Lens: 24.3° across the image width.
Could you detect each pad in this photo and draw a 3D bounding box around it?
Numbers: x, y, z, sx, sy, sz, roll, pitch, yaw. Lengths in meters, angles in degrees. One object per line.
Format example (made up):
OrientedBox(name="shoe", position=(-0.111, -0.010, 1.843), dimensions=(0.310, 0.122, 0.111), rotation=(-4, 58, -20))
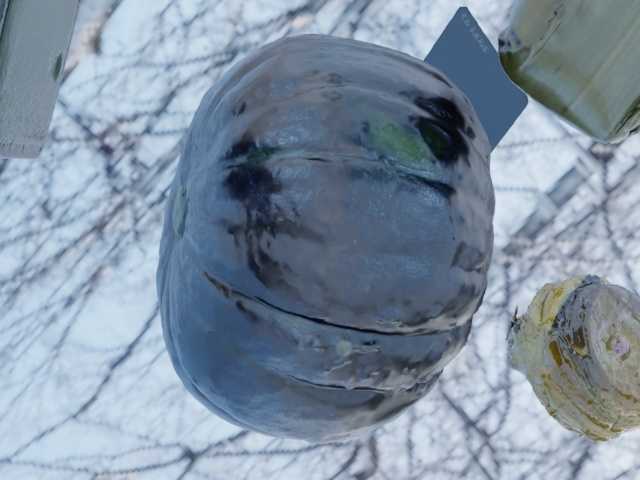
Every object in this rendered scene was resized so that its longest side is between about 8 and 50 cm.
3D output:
OrientedBox(name="pad", position=(0.177, -0.184, 1.734), dimensions=(0.003, 0.112, 0.157), rotation=(-8, -123, -37))

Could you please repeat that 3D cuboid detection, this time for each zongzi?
OrientedBox(name="zongzi", position=(0.306, -0.297, 1.251), dimensions=(0.174, 0.393, 0.356), rotation=(29, -161, 1))

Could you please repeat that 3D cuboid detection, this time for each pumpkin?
OrientedBox(name="pumpkin", position=(0.000, 0.000, 1.309), dimensions=(0.266, 0.363, 0.363), rotation=(13, -135, -18))

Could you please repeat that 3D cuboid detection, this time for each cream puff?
OrientedBox(name="cream puff", position=(0.287, 0.130, 1.618), dimensions=(0.189, 0.129, 0.189), rotation=(19, -125, -28))

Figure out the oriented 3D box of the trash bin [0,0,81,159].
OrientedBox(name="trash bin", position=(-0.378, -0.184, 1.137), dimensions=(0.343, 0.158, 0.223), rotation=(16, -176, 3))
